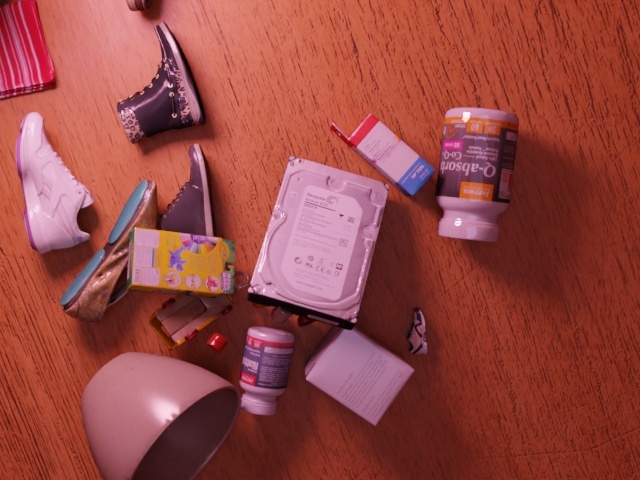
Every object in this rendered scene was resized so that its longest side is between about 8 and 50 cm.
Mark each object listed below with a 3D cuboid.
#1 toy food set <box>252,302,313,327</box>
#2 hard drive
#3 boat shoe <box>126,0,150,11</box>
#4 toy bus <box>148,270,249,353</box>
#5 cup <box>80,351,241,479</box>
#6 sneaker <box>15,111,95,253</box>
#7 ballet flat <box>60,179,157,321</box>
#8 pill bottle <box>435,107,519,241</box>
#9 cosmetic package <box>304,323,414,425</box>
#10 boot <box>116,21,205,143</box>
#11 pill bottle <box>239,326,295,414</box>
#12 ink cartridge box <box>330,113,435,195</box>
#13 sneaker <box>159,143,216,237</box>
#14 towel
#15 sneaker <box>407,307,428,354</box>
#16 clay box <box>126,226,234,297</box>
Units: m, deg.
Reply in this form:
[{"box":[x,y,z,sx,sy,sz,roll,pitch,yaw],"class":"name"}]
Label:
[{"box":[-0.033,0.131,1.803,0.232,0.104,0.111,-16,80,-19],"class":"toy food set"},{"box":[0.000,0.000,1.723,0.237,0.064,0.338,17,64,-2],"class":"hard drive"},{"box":[-0.335,-0.654,1.726,0.123,0.123,0.342,12,86,-1],"class":"boat shoe"},{"box":[-0.277,0.153,1.773,0.202,0.104,0.190,14,67,-19],"class":"toy bus"},{"box":[-0.366,0.372,1.703,0.237,0.331,0.331,35,92,21],"class":"cup"},{"box":[-0.580,-0.129,1.763,0.152,0.114,0.305,-9,98,-15],"class":"sneaker"},{"box":[-0.433,0.031,1.769,0.123,0.123,0.348,34,91,-3],"class":"ballet flat"},{"box":[0.337,-0.141,1.751,0.162,0.162,0.278,6,93,-2],"class":"pill bottle"},{"box":[0.081,0.280,1.769,0.184,0.151,0.151,36,91,-4],"class":"cosmetic package"},{"box":[-0.368,-0.340,1.757,0.179,0.085,0.236,-20,94,2],"class":"boot"},{"box":[-0.122,0.289,1.784,0.108,0.108,0.180,10,92,-2],"class":"pill bottle"},{"box":[0.132,-0.199,1.754,0.231,0.134,0.078,41,92,-4],"class":"ink cartridge box"},{"box":[-0.300,-0.098,1.771,0.118,0.083,0.222,-6,94,-1],"class":"sneaker"},{"box":[-0.733,-0.408,1.768,0.275,0.031,0.198,-13,93,-1],"class":"towel"},{"box":[0.218,0.208,1.826,0.044,0.040,0.109,-5,93,0],"class":"sneaker"},{"box":[-0.293,0.051,1.708,0.222,0.053,0.127,8,70,-26],"class":"clay box"}]
